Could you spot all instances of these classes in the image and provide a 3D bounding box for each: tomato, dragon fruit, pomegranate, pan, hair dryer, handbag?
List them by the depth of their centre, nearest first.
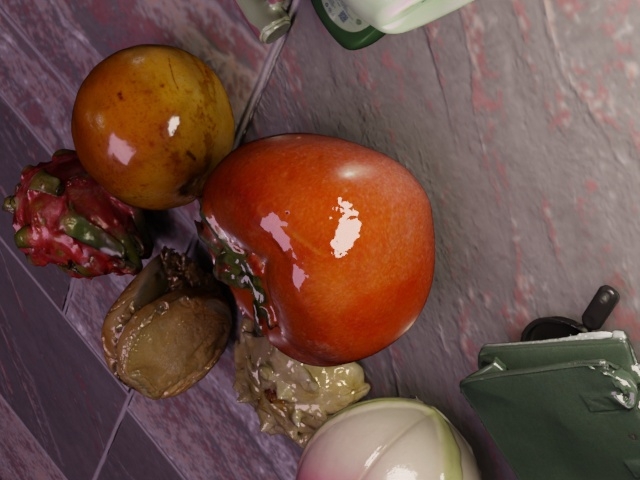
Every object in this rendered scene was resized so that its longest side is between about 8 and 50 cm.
[{"bbox_3d":[0.335,0.127,1.374,0.136,0.028,0.235,42,144,19],"label":"pan"},{"bbox_3d":[0.335,0.241,1.383,0.260,0.079,0.247,-14,116,48],"label":"handbag"},{"bbox_3d":[-0.062,-0.357,1.476,0.106,0.054,0.154,56,134,9],"label":"hair dryer"},{"bbox_3d":[0.000,0.000,1.477,0.341,0.273,0.341,46,154,30],"label":"tomato"},{"bbox_3d":[-0.259,-0.181,1.667,0.264,0.264,0.264,29,135,33],"label":"pomegranate"},{"bbox_3d":[-0.436,-0.038,1.980,0.303,0.231,0.237,29,124,19],"label":"dragon fruit"}]

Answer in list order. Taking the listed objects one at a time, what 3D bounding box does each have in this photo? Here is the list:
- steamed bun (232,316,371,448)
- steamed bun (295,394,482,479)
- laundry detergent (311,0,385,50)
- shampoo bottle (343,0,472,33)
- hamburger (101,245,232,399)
[{"bbox_3d":[-0.062,0.249,1.836,0.295,0.137,0.292,23,134,35],"label":"steamed bun"},{"bbox_3d":[0.082,0.409,1.657,0.309,0.309,0.309,29,135,33],"label":"steamed bun"},{"bbox_3d":[0.066,-0.338,1.320,0.137,0.063,0.211,59,144,9],"label":"laundry detergent"},{"bbox_3d":[0.065,-0.415,1.162,0.349,0.222,0.151,64,-172,5],"label":"shampoo bottle"},{"bbox_3d":[-0.281,0.157,1.932,0.146,0.243,0.286,31,121,34],"label":"hamburger"}]
